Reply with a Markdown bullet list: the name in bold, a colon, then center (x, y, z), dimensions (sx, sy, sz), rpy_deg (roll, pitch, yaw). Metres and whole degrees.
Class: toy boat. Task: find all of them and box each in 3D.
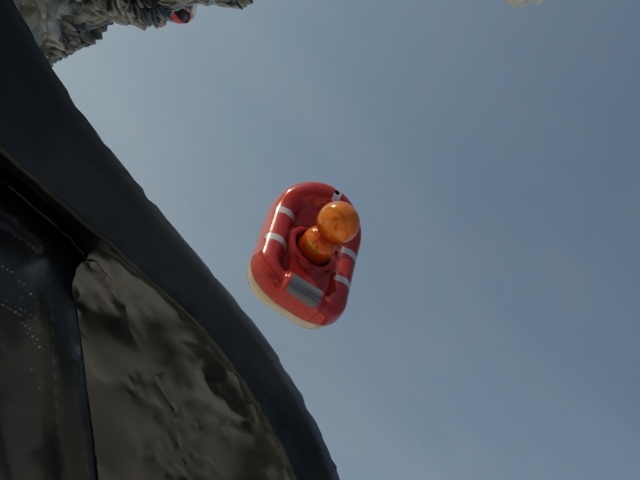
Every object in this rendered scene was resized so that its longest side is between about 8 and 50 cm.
- **toy boat**: center (0.000, 0.000, 1.425), dimensions (0.151, 0.231, 0.151), rpy_deg (33, -51, -15)

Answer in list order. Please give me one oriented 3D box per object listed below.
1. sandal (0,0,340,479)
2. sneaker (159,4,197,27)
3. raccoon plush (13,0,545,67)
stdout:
- **sandal**: center (-0.146, 0.006, 0.381), dimensions (0.168, 0.107, 0.445), rpy_deg (-27, -82, 45)
- **sneaker**: center (-0.154, -0.204, 0.890), dimensions (0.118, 0.042, 0.067), rpy_deg (-26, -86, 41)
- **raccoon plush**: center (-0.072, -0.162, 0.670), dimensions (0.447, 0.216, 0.299), rpy_deg (27, -58, -21)
